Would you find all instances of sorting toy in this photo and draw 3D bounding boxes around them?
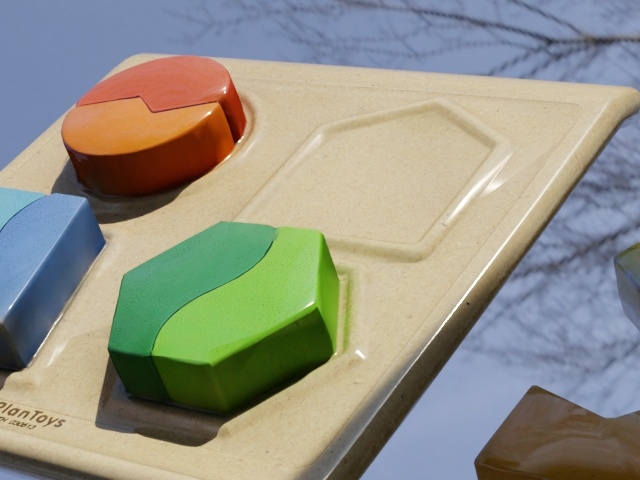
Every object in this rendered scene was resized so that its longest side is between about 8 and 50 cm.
[{"bbox_3d":[0.000,0.000,0.503,0.229,0.307,0.041,-45,-49,-41],"label":"sorting toy"}]
